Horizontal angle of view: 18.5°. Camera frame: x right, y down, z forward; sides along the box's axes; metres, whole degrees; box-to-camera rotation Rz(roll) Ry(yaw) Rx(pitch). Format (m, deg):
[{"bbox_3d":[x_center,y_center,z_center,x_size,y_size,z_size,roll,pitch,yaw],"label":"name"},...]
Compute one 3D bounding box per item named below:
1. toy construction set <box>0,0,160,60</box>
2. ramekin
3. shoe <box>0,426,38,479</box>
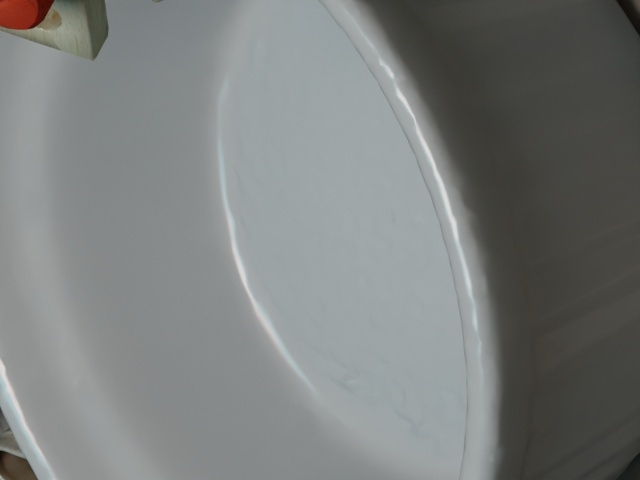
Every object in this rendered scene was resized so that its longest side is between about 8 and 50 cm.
[{"bbox_3d":[-0.070,-0.225,0.554,0.215,0.151,0.327,130,151,-63],"label":"toy construction set"},{"bbox_3d":[0.000,0.000,0.694,0.277,0.135,0.277,21,120,42],"label":"ramekin"},{"bbox_3d":[-0.069,0.145,0.884,0.219,0.058,0.076,38,130,32],"label":"shoe"}]
